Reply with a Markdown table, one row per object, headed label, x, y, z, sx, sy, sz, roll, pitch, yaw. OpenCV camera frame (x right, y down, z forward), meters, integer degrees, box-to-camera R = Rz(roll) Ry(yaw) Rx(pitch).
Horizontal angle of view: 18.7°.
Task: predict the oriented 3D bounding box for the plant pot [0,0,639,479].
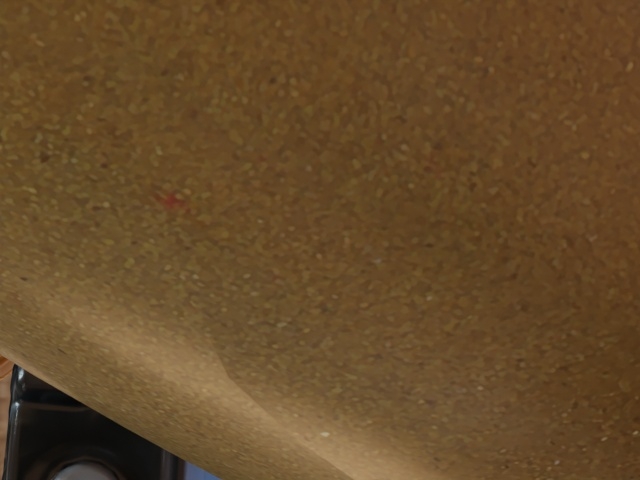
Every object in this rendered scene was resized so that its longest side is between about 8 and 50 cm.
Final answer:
| label | x | y | z | sx | sy | sz | roll | pitch | yaw |
| --- | --- | --- | --- | --- | --- | --- | --- | --- | --- |
| plant pot | -0.031 | -0.070 | 0.398 | 0.254 | 0.237 | 0.237 | 22 | 83 | -36 |

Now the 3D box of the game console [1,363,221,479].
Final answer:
| label | x | y | z | sx | sy | sz | roll | pitch | yaw |
| --- | --- | --- | --- | --- | --- | --- | --- | --- | --- |
| game console | 0.042 | 0.076 | 0.665 | 0.293 | 0.173 | 0.250 | 6 | 67 | -11 |

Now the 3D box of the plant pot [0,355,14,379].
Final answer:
| label | x | y | z | sx | sy | sz | roll | pitch | yaw |
| --- | --- | --- | --- | --- | --- | --- | --- | --- | --- |
| plant pot | -0.304 | 0.027 | 1.532 | 0.205 | 0.188 | 0.205 | 1 | 88 | -13 |
